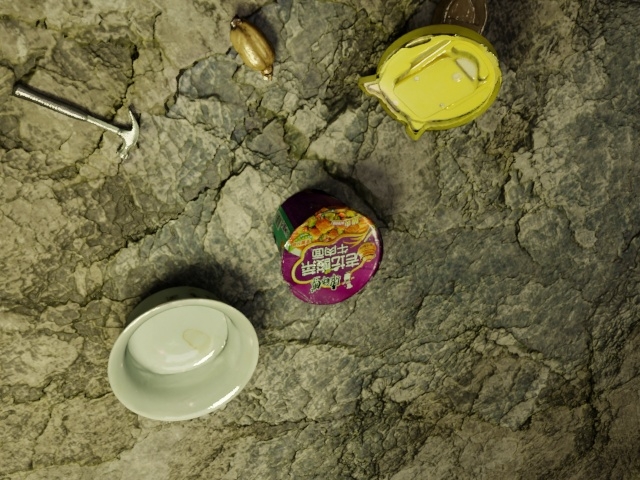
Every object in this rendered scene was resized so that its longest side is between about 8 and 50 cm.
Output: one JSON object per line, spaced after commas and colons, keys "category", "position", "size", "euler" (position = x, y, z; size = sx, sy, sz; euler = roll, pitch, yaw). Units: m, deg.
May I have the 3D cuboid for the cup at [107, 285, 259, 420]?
{"category": "cup", "position": [-0.335, 0.248, 1.489], "size": [0.347, 0.163, 0.347], "euler": [-9, 119, -17]}

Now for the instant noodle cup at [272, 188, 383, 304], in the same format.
{"category": "instant noodle cup", "position": [0.000, 0.000, 1.474], "size": [0.251, 0.190, 0.251], "euler": [-9, 119, -17]}

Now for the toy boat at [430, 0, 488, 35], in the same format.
{"category": "toy boat", "position": [0.312, -0.493, 1.411], "size": [0.116, 0.061, 0.188], "euler": [7, 114, -24]}

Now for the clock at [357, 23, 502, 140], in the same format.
{"category": "clock", "position": [0.260, -0.367, 1.396], "size": [0.293, 0.071, 0.277], "euler": [-18, 139, 32]}

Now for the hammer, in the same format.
{"category": "hammer", "position": [-0.484, -0.257, 1.238], "size": [0.246, 0.029, 0.103], "euler": [23, 107, -29]}

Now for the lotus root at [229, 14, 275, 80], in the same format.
{"category": "lotus root", "position": [-0.137, -0.398, 1.279], "size": [0.072, 0.063, 0.152], "euler": [-47, 121, -25]}
